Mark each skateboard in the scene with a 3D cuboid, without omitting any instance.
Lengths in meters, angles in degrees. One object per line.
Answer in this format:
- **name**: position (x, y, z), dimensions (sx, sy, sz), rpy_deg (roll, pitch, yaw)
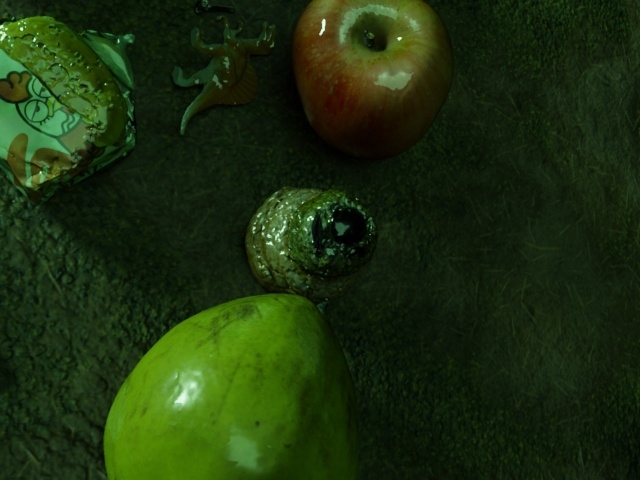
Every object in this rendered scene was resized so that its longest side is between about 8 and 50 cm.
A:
- **skateboard**: position (-0.166, -0.387, 0.864), dimensions (0.064, 0.032, 0.083), rpy_deg (-12, 88, -35)

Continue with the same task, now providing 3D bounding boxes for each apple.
- **apple**: position (0.066, -0.239, 0.836), dimensions (0.242, 0.241, 0.241), rpy_deg (2, 78, -8)

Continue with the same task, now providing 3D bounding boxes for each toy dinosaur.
- **toy dinosaur**: position (-0.142, -0.242, 0.846), dimensions (0.142, 0.057, 0.211), rpy_deg (13, 88, -41)

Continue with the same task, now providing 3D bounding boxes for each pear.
- **pear**: position (-0.084, 0.206, 0.680), dimensions (0.287, 0.287, 0.375), rpy_deg (45, 53, -11)

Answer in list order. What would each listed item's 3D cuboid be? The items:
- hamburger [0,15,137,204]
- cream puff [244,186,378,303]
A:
- **hamburger**: position (-0.320, -0.182, 0.703), dimensions (0.235, 0.125, 0.214), rpy_deg (-32, 106, -11)
- **cream puff**: position (0.000, 0.000, 0.796), dimensions (0.184, 0.169, 0.183), rpy_deg (3, 82, -24)
